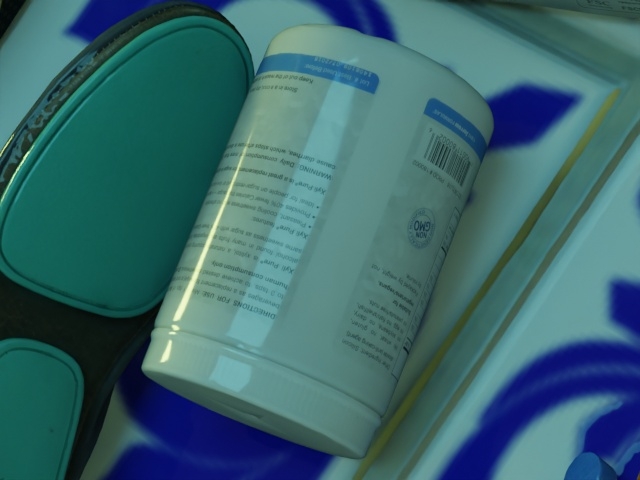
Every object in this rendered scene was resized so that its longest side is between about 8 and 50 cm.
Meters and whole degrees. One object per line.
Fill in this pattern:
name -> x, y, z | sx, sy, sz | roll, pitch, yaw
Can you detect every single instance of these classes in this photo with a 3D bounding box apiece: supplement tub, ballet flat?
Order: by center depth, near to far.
supplement tub -> 0.000, 0.000, 0.537 | 0.071, 0.071, 0.107 | 16, 77, 29
ballet flat -> -0.085, 0.020, 0.572 | 0.074, 0.074, 0.203 | 21, 85, 30

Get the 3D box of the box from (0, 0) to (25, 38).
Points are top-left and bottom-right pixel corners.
box -> -0.259, -0.071, 0.690 | 0.270, 0.060, 0.216 | 31, 85, 31

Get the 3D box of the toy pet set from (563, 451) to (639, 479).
toy pet set -> 0.105, 0.118, 0.463 | 0.114, 0.065, 0.122 | -13, 56, 59

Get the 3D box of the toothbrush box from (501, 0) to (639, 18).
toothbrush box -> 0.125, -0.211, 0.534 | 0.206, 0.122, 0.283 | 12, 74, 28
